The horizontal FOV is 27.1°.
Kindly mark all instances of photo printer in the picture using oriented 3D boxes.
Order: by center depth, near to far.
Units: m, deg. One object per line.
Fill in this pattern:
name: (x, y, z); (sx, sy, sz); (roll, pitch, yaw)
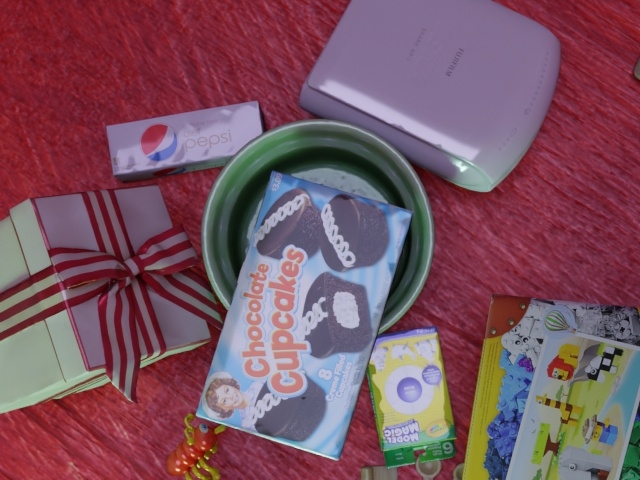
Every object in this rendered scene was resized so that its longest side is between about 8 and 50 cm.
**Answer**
photo printer: (0.160, -0.222, 1.799); (0.307, 0.107, 0.256); (27, 72, 6)

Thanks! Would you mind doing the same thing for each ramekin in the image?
ramekin: (0.000, 0.000, 1.779); (0.303, 0.148, 0.304); (0, 83, 3)

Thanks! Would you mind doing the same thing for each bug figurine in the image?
bug figurine: (-0.189, 0.355, 1.696); (0.072, 0.279, 0.216); (36, 103, -22)

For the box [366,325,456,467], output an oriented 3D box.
box: (0.121, 0.212, 1.798); (0.105, 0.043, 0.179); (-10, 83, -1)

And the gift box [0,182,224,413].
gift box: (-0.295, 0.086, 1.708); (0.258, 0.255, 0.276); (-27, 85, 37)

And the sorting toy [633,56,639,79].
sorting toy: (0.600, -0.311, 1.840); (0.229, 0.041, 0.307); (27, 85, 10)

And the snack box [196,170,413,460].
snack box: (-0.018, 0.093, 1.663); (0.187, 0.060, 0.322); (16, 85, 5)

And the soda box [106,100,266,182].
soda box: (-0.183, -0.136, 1.846); (0.216, 0.069, 0.074); (-9, 83, 3)

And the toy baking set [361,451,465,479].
toy baking set: (0.146, 0.404, 1.784); (0.196, 0.030, 0.256); (-27, 83, 0)

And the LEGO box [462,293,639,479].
LEGO box: (0.370, 0.338, 1.610); (0.372, 0.193, 0.500); (3, 78, 33)
